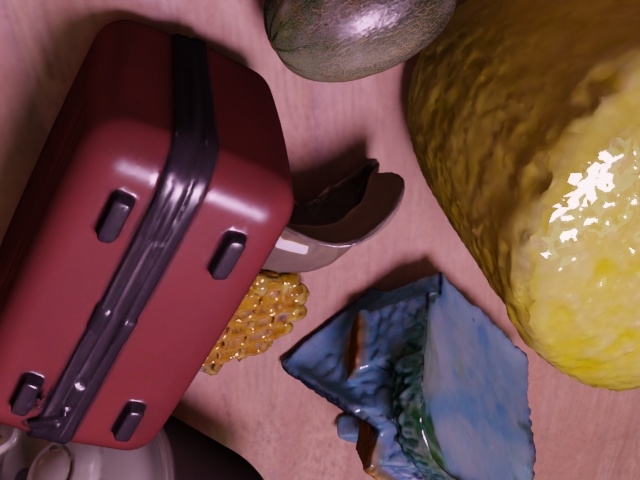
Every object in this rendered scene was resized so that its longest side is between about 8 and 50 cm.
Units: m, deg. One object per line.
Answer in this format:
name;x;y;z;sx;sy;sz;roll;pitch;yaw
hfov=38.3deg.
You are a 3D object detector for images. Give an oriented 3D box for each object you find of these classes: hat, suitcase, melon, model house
hat;0.000;0.000;0.844;0.166;0.173;0.144;-12;127;-11
suitcase;-0.153;-0.003;0.729;0.161;0.236;0.297;19;121;-23
melon;0.036;-0.190;0.723;0.167;0.114;0.114;-25;135;2
model house;0.082;0.192;1.043;0.241;0.226;0.261;-15;141;32

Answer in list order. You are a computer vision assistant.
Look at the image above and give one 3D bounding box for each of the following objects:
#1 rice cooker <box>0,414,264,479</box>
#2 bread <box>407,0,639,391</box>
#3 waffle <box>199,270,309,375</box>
rice cooker;-0.230;0.314;0.908;0.335;0.335;0.325;-35;138;9
bread;0.264;-0.079;0.787;0.348;0.308;0.348;-11;126;-15
waffle;-0.099;0.085;0.940;0.191;0.038;0.191;-22;151;-13
